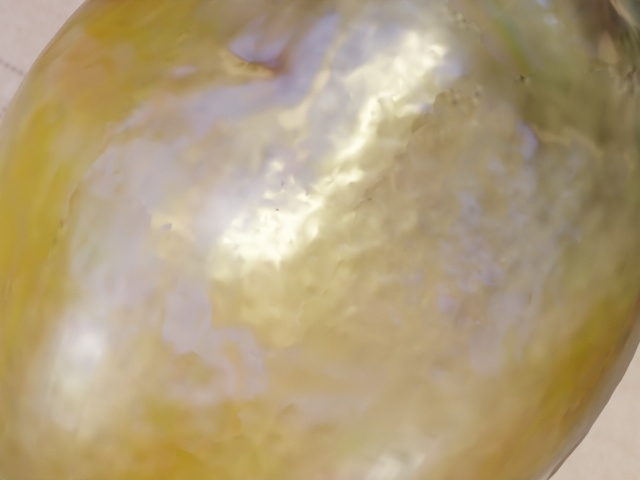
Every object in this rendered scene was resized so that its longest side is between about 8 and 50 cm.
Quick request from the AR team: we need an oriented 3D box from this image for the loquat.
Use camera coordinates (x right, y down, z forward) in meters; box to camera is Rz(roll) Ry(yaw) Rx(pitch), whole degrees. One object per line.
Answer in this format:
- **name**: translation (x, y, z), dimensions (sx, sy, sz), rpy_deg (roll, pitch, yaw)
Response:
- **loquat**: translation (0.000, 0.000, 0.443), dimensions (0.179, 0.179, 0.227), rpy_deg (37, 85, 18)
